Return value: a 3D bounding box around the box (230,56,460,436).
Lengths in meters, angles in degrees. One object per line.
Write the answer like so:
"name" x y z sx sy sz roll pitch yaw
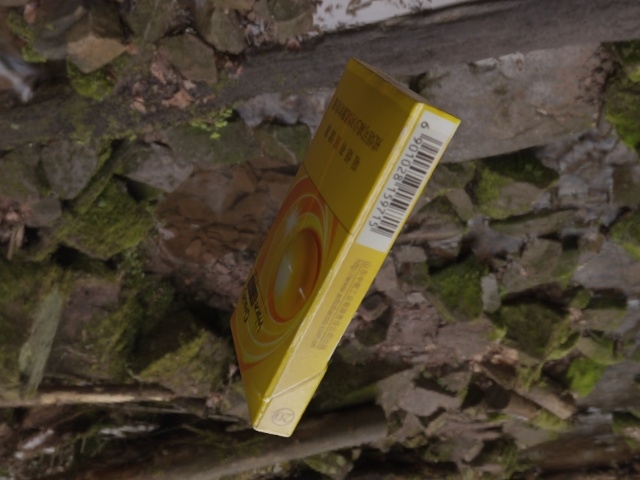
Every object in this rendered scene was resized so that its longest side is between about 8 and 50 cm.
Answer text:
"box" 0.000 0.000 0.486 0.044 0.152 0.269 19 109 -22
